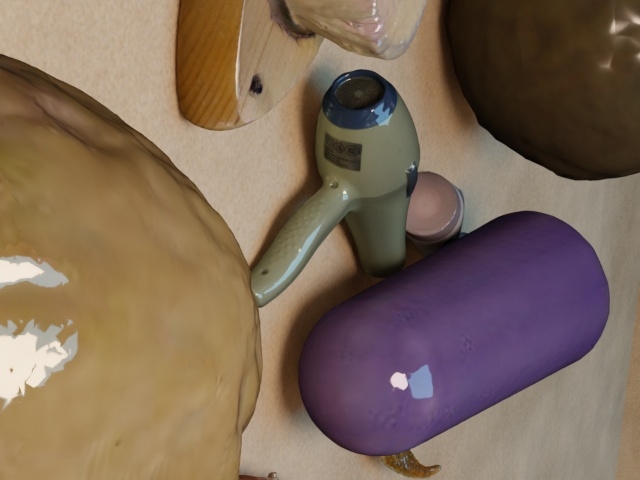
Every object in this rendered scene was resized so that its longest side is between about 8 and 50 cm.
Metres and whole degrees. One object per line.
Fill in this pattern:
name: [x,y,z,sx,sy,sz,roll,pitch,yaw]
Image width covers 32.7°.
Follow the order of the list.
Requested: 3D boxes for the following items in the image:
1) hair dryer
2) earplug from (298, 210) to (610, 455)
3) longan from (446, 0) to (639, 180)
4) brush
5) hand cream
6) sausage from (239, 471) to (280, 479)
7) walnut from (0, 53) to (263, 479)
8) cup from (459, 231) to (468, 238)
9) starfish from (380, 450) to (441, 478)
hair dryer: [0.022,-0.005,1.186,0.298,0.119,0.296,-59,154,-6]
earplug: [0.147,0.110,1.268,0.456,0.215,0.215,-19,115,-50]
longan: [0.357,-0.287,1.435,0.436,0.404,0.404,-90,168,-49]
brush: [-0.014,-0.207,0.948,0.174,0.166,0.266,44,61,-58]
hand cream: [0.158,-0.030,1.448,0.248,0.083,0.133,38,66,-72]
sausage: [-0.079,0.273,1.055,0.094,0.094,0.419,-41,152,8]
walnut: [-0.205,0.080,0.496,0.381,0.381,0.381,-29,124,-57]
cup: [0.256,0.048,1.596,0.128,0.129,0.095,9,95,-69]
starfish: [0.090,0.216,1.392,0.247,0.050,0.138,37,69,-46]
